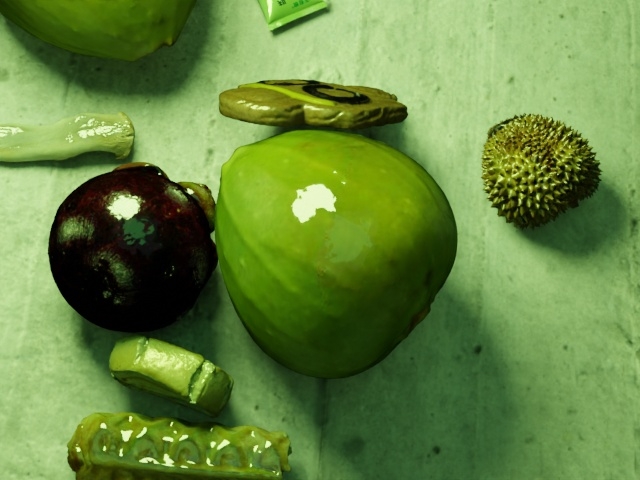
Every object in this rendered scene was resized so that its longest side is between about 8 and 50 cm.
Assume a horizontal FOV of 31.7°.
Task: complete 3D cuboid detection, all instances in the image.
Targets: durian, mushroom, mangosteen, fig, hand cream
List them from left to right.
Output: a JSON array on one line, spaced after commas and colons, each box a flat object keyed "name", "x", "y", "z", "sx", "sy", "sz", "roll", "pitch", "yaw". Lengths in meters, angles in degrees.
[{"name": "mushroom", "x": -0.348, "y": -0.134, "z": 1.504, "sx": 0.202, "sy": 0.054, "sz": 0.059, "roll": -7, "pitch": 65, "yaw": -3}, {"name": "fig", "x": -0.303, "y": -0.395, "z": 1.470, "sx": 0.344, "sy": 0.343, "sz": 0.343, "roll": 2, "pitch": 70, "yaw": -5}, {"name": "mangosteen", "x": -0.214, "y": -0.002, "z": 1.399, "sx": 0.211, "sy": 0.211, "sz": 0.250, "roll": 35, "pitch": 41, "yaw": 7}, {"name": "hand cream", "x": -0.072, "y": -0.392, "z": 1.625, "sx": 0.095, "sy": 0.046, "sz": 0.175, "roll": -26, "pitch": 76, "yaw": -17}, {"name": "fig", "x": 0.000, "y": 0.000, "z": 1.366, "sx": 0.316, "sy": 0.316, "sz": 0.316, "roll": 2, "pitch": 70, "yaw": -5}, {"name": "durian", "x": 0.288, "y": -0.094, "z": 1.513, "sx": 0.168, "sy": 0.137, "sz": 0.158, "roll": 41, "pitch": 50, "yaw": 0}]

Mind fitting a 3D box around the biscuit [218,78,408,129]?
[{"name": "biscuit", "x": -0.002, "y": -0.182, "z": 1.465, "sx": 0.208, "sy": 0.041, "sz": 0.290, "roll": 19, "pitch": 21, "yaw": 39}]

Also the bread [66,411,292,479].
[{"name": "bread", "x": -0.169, "y": 0.263, "z": 1.354, "sx": 0.270, "sy": 0.098, "sz": 0.087, "roll": 7, "pitch": 27, "yaw": -4}]

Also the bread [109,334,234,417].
[{"name": "bread", "x": -0.183, "y": 0.162, "z": 1.372, "sx": 0.156, "sy": 0.117, "sz": 0.064, "roll": 22, "pitch": 71, "yaw": 2}]
